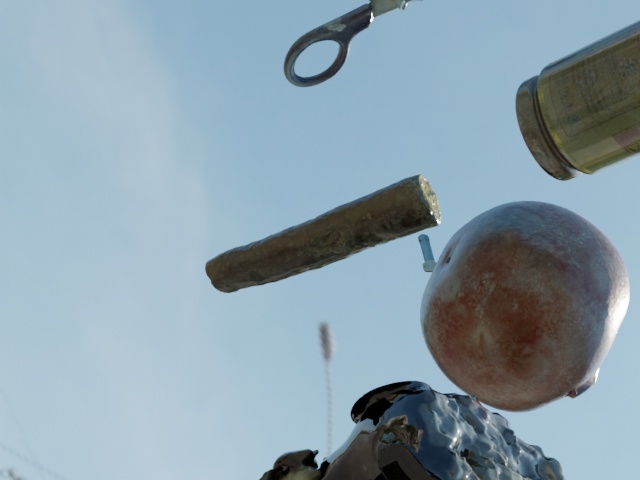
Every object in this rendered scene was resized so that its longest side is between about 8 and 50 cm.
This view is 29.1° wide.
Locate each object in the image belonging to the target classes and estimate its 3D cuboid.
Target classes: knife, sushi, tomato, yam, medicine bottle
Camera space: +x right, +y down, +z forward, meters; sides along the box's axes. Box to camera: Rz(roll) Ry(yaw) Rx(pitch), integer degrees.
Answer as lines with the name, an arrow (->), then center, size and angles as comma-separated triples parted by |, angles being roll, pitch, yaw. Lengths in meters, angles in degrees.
knife -> 0.171, 0.021, 1.975 | 0.096, 0.027, 0.010 | -98, -170, -52
sushi -> 0.101, 0.339, 1.158 | 0.285, 0.329, 0.327 | -37, -122, 26
tomato -> 0.302, 0.096, 1.816 | 0.283, 0.316, 0.317 | 34, -24, -12
yam -> 0.000, 0.000, 1.308 | 0.274, 0.061, 0.061 | -21, -76, 25
medicine bottle -> 0.402, -0.190, 1.467 | 0.322, 0.151, 0.151 | -24, -81, 36

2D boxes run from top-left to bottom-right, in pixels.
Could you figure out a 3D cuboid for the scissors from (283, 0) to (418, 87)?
scissors -> 0.116, -0.361, 1.781 | 0.029, 0.384, 0.256 | -115, -167, -44
